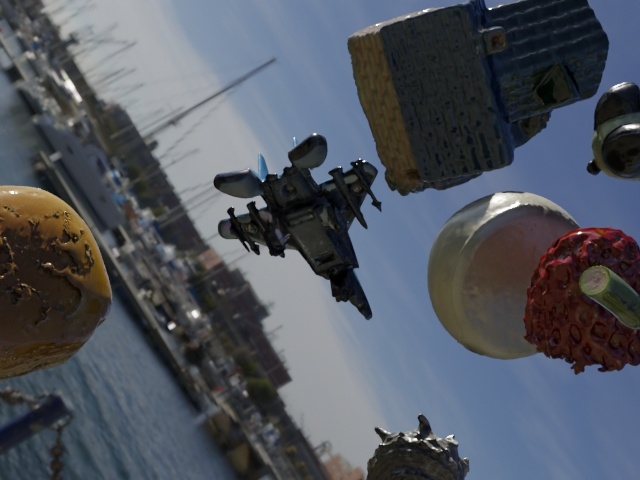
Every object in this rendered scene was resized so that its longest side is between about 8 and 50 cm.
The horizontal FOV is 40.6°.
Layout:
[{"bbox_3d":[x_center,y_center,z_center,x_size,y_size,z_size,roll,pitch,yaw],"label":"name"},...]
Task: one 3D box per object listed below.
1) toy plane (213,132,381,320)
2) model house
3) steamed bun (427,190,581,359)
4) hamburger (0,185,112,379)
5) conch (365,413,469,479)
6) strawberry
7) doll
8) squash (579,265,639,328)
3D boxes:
[{"bbox_3d":[0.000,0.005,0.865,0.078,0.169,0.246,-90,155,-57],"label":"toy plane"},{"bbox_3d":[0.351,-0.318,1.801,0.400,0.446,0.395,-166,-122,-70],"label":"model house"},{"bbox_3d":[0.303,0.051,1.449,0.283,0.283,0.177,62,-11,-20],"label":"steamed bun"},{"bbox_3d":[-0.478,0.061,1.284,0.174,0.304,0.284,-29,-100,40],"label":"hamburger"},{"bbox_3d":[0.221,0.551,1.997,0.241,0.313,0.186,19,11,-8],"label":"conch"},{"bbox_3d":[0.393,0.065,1.213,0.234,0.234,0.178,-141,-137,-67],"label":"strawberry"},{"bbox_3d":[0.531,-0.158,1.325,0.135,0.234,0.143,79,10,-49],"label":"doll"},{"bbox_3d":[0.238,0.048,0.688,0.083,0.027,0.027,31,11,-38],"label":"squash"}]
